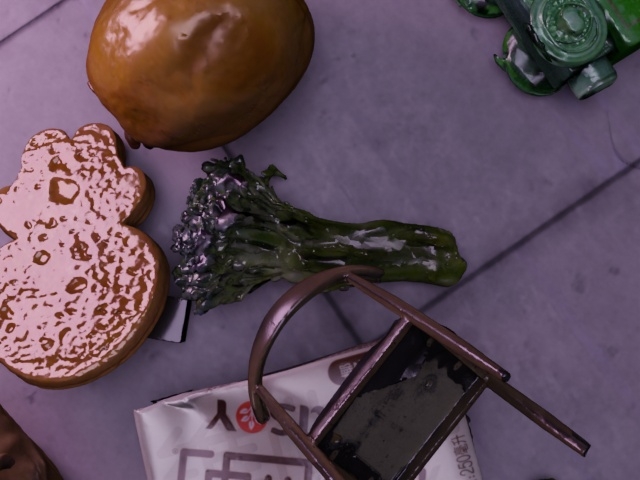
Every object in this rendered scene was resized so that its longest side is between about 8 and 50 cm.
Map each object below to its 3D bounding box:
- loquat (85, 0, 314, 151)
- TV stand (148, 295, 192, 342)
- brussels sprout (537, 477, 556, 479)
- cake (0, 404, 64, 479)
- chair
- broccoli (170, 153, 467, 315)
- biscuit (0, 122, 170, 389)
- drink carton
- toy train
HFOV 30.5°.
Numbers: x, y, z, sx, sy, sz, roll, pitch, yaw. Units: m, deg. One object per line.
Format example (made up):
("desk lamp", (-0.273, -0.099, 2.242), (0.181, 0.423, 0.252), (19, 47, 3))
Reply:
("loquat", (-0.119, -0.194, 1.173), (0.238, 0.238, 0.193), (-41, 107, -2))
("TV stand", (-0.268, 0.068, 1.245), (0.257, 0.040, 0.048), (7, 87, 2))
("brussels sprout", (0.235, 0.288, 1.212), (0.051, 0.046, 0.083), (-16, 86, 7))
("cake", (-0.399, 0.289, 1.070), (0.333, 0.321, 0.332), (0, 73, 0))
("chair", (0.071, 0.152, 1.048), (0.188, 0.272, 0.166), (-51, 130, -3))
("broccoli", (0.001, 0.005, 1.208), (0.304, 0.145, 0.164), (6, 90, -10))
("biscuit", (-0.256, 0.013, 1.209), (0.202, 0.044, 0.288), (-12, 63, 7))
("drink carton", (-0.004, 0.216, 1.183), (0.325, 0.132, 0.194), (-15, 84, 1))
("toy train", (0.252, -0.272, 1.217), (0.188, 0.132, 0.243), (-31, 85, -9))
